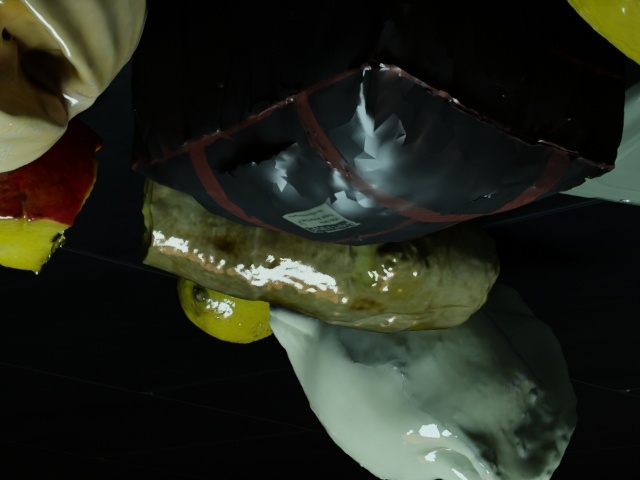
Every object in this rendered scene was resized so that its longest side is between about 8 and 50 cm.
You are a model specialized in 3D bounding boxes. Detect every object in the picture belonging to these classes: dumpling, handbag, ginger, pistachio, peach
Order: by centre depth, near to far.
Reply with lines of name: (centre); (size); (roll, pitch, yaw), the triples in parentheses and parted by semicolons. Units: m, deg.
pistachio: (-0.174, -0.127, 0.875); (0.157, 0.157, 0.229); (-6, 149, 36)
handbag: (0.026, -0.074, 0.954); (0.169, 0.155, 0.215); (13, 162, -35)
peach: (-0.211, -0.040, 1.241); (0.151, 0.118, 0.151); (13, -157, -5)
ginger: (0.000, 0.000, 1.344); (0.263, 0.116, 0.109); (15, 132, -16)
dumpling: (0.085, 0.088, 1.486); (0.193, 0.258, 0.147); (-30, 149, -36)

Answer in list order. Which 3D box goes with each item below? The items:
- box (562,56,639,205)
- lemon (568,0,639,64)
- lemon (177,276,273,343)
box: (0.191, -0.080, 1.000); (0.124, 0.093, 0.172); (9, 164, -14)
lemon: (0.170, -0.126, 0.707); (0.207, 0.170, 0.170); (14, 164, -6)
lemon: (-0.066, 0.040, 1.560); (0.082, 0.082, 0.110); (-4, 163, 31)
